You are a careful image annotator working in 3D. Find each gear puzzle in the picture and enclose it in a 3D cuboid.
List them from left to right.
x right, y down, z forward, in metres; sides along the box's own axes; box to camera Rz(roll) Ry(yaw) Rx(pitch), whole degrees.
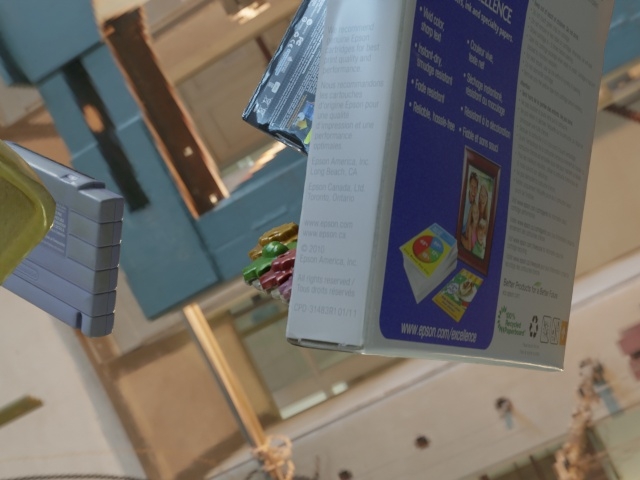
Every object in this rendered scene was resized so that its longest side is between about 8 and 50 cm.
[{"bbox_3d":[0.000,0.000,1.159,0.044,0.175,0.339,67,166,-11],"label":"gear puzzle"}]

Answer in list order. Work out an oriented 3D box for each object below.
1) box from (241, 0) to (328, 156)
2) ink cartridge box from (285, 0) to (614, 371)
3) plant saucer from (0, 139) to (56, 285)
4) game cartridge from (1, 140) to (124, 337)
[{"bbox_3d":[0.074,-0.179,0.972,0.216,0.270,0.060,31,-175,37],"label":"box"},{"bbox_3d":[0.099,-0.075,0.695,0.303,0.072,0.307,14,-99,-56],"label":"ink cartridge box"},{"bbox_3d":[-0.353,-0.037,0.598,0.332,0.333,0.081,37,-148,-20],"label":"plant saucer"},{"bbox_3d":[-0.438,-0.016,1.708,0.068,0.355,0.230,-6,-67,-49],"label":"game cartridge"}]
